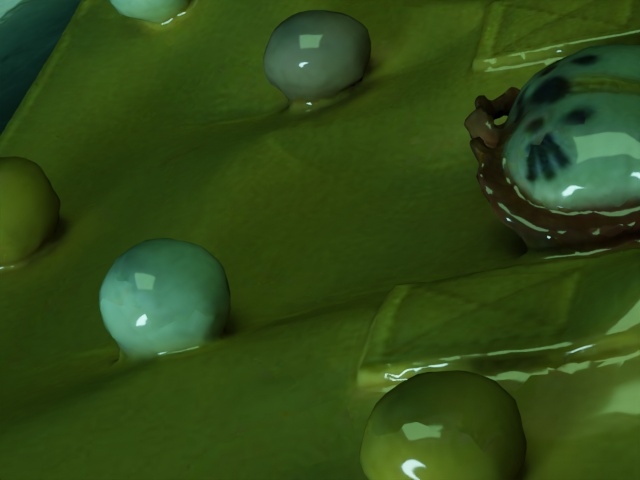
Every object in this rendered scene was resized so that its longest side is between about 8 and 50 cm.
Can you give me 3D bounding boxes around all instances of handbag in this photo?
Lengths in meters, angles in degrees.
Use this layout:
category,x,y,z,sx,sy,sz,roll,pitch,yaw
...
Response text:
category,x,y,z,sx,sy,sz,roll,pitch,yaw
handbag,0.000,0.000,0.499,0.283,0.133,0.401,-5,34,22
